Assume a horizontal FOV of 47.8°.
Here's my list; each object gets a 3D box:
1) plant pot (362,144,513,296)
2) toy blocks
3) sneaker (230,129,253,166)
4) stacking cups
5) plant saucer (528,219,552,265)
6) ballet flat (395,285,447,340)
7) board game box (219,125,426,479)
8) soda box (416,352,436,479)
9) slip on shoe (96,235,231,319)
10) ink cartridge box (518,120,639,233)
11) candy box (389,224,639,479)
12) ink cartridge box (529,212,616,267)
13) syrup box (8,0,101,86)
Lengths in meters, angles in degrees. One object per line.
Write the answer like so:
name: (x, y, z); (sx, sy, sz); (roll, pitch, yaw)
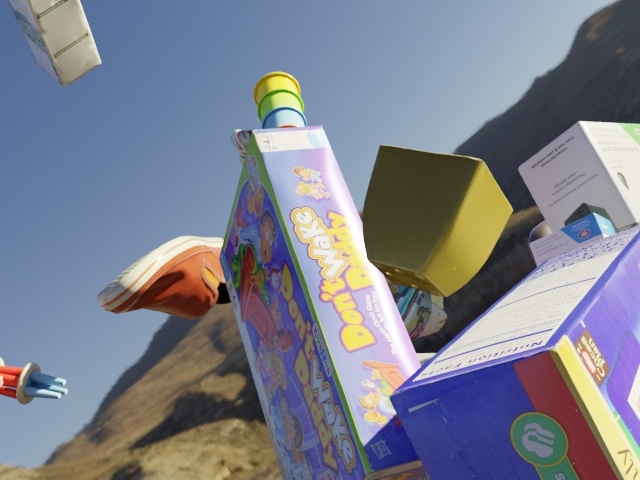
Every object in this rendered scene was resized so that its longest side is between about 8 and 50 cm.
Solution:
plant pot: (0.077, -0.008, 0.513); (0.081, 0.081, 0.083); (40, -111, -52)
toy blocks: (-0.391, 0.169, 0.860); (0.123, 0.148, 0.054); (54, -135, -82)
sneaker: (-0.133, -0.181, 1.454); (0.069, 0.098, 0.038); (-1, 46, 29)
stacking cups: (-0.061, -0.197, 1.303); (0.096, 0.096, 0.316); (-40, 34, 18)
plant saucer: (0.575, 0.033, 1.446); (0.310, 0.310, 0.050); (-33, -33, -43)
ballet flat: (0.142, 0.088, 1.037); (0.077, 0.079, 0.221); (-54, 8, 30)
board game box: (-0.009, 0.092, 0.726); (0.078, 0.347, 0.233); (-7, -32, -22)
soda box: (0.118, 0.298, 1.044); (0.091, 0.098, 0.286); (-6, 35, 23)
slip on shoe: (-0.196, 0.062, 1.042); (0.123, 0.101, 0.331); (-36, -8, 15)
ink cartridge box: (0.439, -0.014, 1.008); (0.211, 0.289, 0.121); (-6, -25, -40)
candy box: (0.221, 0.152, 0.511); (0.122, 0.268, 0.317); (-29, -3, 37)
ink cartridge box: (0.313, 0.044, 0.846); (0.088, 0.122, 0.052); (-31, -29, 33)
syrup box: (-0.485, -0.401, 1.297); (0.096, 0.093, 0.237); (-42, -21, -22)
